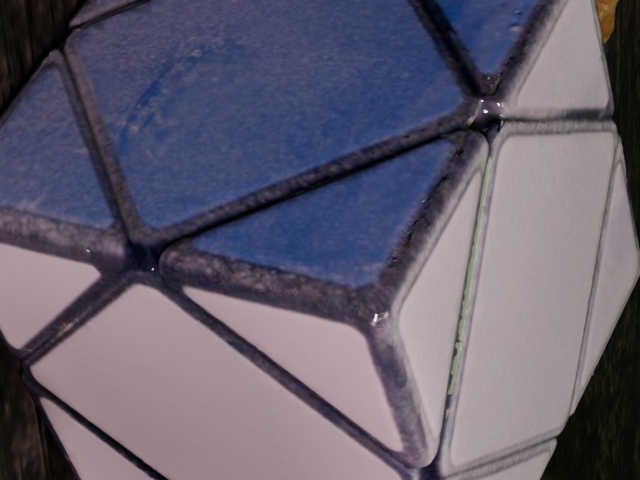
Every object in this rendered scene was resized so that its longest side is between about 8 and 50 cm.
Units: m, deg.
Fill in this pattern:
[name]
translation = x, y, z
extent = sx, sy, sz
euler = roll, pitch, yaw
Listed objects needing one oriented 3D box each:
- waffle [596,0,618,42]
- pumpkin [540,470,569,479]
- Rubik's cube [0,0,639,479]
[waffle]
translation = 0.118, -0.163, 1.097
extent = 0.253, 0.056, 0.249
euler = 6, 110, -63
[pumpkin]
translation = 0.147, 0.314, 1.265
extent = 0.332, 0.199, 0.332
euler = -44, 141, -50
[Rubik's cube]
translation = 0.000, 0.000, 0.832
extent = 0.205, 0.205, 0.207
euler = -58, 146, -33
